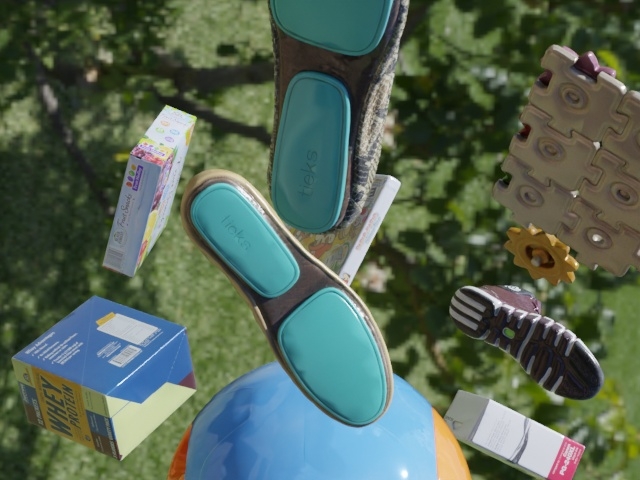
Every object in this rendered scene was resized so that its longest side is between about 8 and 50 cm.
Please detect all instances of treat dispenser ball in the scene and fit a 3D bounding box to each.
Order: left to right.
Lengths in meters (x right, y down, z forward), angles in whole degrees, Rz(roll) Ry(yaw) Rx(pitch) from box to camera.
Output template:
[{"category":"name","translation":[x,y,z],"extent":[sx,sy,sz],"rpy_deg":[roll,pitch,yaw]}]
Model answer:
[{"category":"treat dispenser ball","translation":[-0.002,0.250,1.136],"extent":[0.288,0.288,0.288],"rpy_deg":[5,90,-65]}]

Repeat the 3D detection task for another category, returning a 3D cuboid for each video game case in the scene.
[{"category":"video game case","translation":[0.000,0.000,1.657],"extent":[0.026,0.227,0.206],"rpy_deg":[31,82,-27]}]

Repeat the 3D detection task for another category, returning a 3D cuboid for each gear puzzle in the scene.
[{"category":"gear puzzle","translation":[0.260,-0.050,1.198],"extent":[0.044,0.175,0.339],"rpy_deg":[-49,164,-29]}]

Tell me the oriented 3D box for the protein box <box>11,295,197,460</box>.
[{"category":"protein box","translation":[-0.345,0.216,1.980],"extent":[0.200,0.201,0.136],"rpy_deg":[-41,137,-43]}]

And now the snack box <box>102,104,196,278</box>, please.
[{"category":"snack box","translation":[-0.167,-0.047,1.197],"extent":[0.100,0.037,0.141],"rpy_deg":[-69,180,-54]}]

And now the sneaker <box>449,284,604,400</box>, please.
[{"category":"sneaker","translation":[0.364,0.146,2.030],"extent":[0.162,0.281,0.106],"rpy_deg":[-21,141,-57]}]

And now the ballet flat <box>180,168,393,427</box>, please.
[{"category":"ballet flat","translation":[-0.021,0.038,0.935],"extent":[0.232,0.080,0.073],"rpy_deg":[56,1,-13]}]

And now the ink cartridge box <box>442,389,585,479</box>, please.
[{"category":"ink cartridge box","translation":[0.244,0.254,1.577],"extent":[0.063,0.150,0.109],"rpy_deg":[-64,-166,-7]}]

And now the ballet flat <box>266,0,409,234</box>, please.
[{"category":"ballet flat","translation":[0.026,-0.229,1.404],"extent":[0.182,0.164,0.482],"rpy_deg":[-54,158,-46]}]
